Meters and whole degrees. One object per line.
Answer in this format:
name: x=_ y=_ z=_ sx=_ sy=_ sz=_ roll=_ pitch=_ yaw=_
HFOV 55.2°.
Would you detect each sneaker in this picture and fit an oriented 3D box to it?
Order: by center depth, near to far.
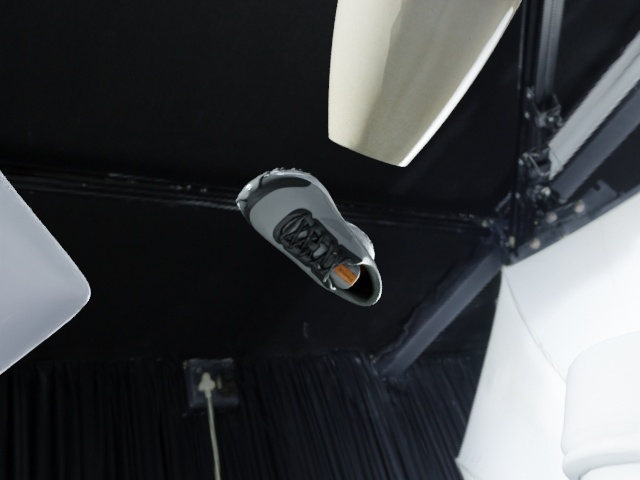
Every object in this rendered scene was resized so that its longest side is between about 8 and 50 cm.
sneaker: x=0.000 y=0.000 z=0.813 sx=0.100 sy=0.108 sz=0.271 roll=-41 pitch=-48 yaw=13

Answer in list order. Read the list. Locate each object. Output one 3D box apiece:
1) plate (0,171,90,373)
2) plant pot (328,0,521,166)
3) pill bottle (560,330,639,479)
plate: x=-0.333 y=0.022 z=0.383 sx=0.277 sy=0.045 sz=0.278 roll=-44 pitch=-52 yaw=-27
plant pot: x=0.117 y=-0.259 z=0.902 sx=0.256 sy=0.256 sz=0.274 roll=11 pitch=-72 yaw=-32
pill bottle: x=0.200 y=0.252 z=0.266 sx=0.224 sy=0.392 sz=0.224 roll=12 pitch=-28 yaw=6
